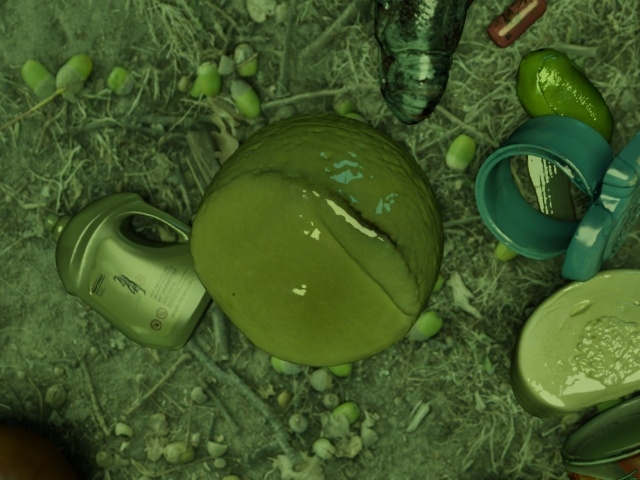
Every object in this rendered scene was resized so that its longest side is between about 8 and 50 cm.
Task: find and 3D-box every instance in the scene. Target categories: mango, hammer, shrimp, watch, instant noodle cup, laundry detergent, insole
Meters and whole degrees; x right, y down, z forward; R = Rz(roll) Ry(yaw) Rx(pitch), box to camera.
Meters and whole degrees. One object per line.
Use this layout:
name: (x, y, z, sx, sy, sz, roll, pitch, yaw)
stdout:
mango: (0.316, -0.179, 1.214, 0.091, 0.074, 0.165, -40, 107, 4)
hammer: (0.255, -0.289, 1.215, 0.083, 0.043, 0.043, -43, 94, 12)
shrimp: (0.110, -0.330, 1.165, 0.172, 0.137, 0.372, 0, 102, -12)
watch: (0.301, -0.069, 1.171, 0.193, 0.211, 0.211, 25, 102, 25)
instant noodle cup: (0.461, 0.320, 1.196, 0.296, 0.296, 0.214, -27, 87, 9)
laundry detergent: (-0.265, 0.031, 1.291, 0.253, 0.091, 0.181, 31, 100, 0)
insole: (0.316, -0.076, 1.264, 0.064, 0.004, 0.188, -10, 99, 8)

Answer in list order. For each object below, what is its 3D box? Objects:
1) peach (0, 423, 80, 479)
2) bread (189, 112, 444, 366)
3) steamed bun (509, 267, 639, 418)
peach: (-0.477, 0.404, 1.270, 0.343, 0.301, 0.342, 2, 101, 12)
bread: (0.003, -0.004, 1.197, 0.321, 0.237, 0.320, 6, 111, 15)
steamed bun: (0.360, 0.128, 1.204, 0.250, 0.200, 0.154, -19, 75, 5)
